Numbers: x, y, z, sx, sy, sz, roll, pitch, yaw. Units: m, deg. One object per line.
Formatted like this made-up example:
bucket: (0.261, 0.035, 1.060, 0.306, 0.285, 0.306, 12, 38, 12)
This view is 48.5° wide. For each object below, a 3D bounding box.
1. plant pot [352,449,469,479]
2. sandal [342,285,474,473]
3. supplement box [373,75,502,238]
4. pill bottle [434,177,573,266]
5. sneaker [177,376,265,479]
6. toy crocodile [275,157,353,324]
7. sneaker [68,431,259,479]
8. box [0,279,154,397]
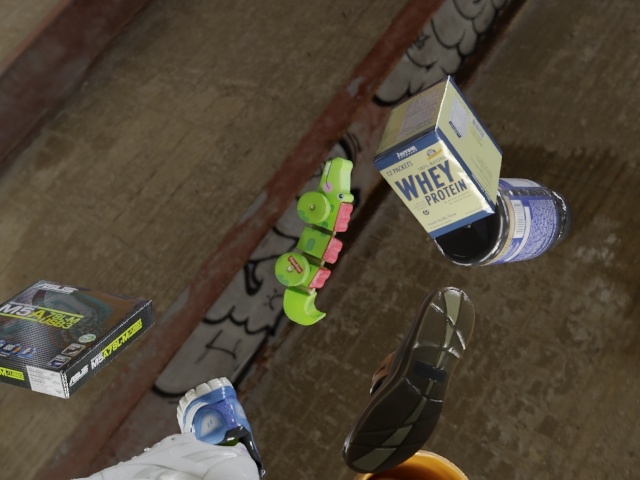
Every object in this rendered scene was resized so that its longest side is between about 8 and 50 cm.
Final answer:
plant pot: (0.121, 0.429, 1.089, 0.205, 0.188, 0.205, 3, -107, -9)
sandal: (0.090, 0.147, 0.765, 0.060, 0.090, 0.219, 17, -97, 64)
supplement box: (0.093, -0.064, 0.549, 0.056, 0.083, 0.083, -25, -152, 35)
pill bottle: (0.271, -0.029, 1.028, 0.122, 0.219, 0.123, 4, -85, 46)
sneaker: (-0.177, 0.395, 1.218, 0.129, 0.330, 0.147, -18, -136, -27)
toy crocodile: (0.000, 0.000, 1.418, 0.105, 0.115, 0.341, 20, -87, 19)
sneaker: (-0.230, 0.339, 0.959, 0.305, 0.114, 0.152, 0, -150, -13)
box: (-0.344, 0.119, 0.911, 0.190, 0.045, 0.184, 8, -152, 19)
